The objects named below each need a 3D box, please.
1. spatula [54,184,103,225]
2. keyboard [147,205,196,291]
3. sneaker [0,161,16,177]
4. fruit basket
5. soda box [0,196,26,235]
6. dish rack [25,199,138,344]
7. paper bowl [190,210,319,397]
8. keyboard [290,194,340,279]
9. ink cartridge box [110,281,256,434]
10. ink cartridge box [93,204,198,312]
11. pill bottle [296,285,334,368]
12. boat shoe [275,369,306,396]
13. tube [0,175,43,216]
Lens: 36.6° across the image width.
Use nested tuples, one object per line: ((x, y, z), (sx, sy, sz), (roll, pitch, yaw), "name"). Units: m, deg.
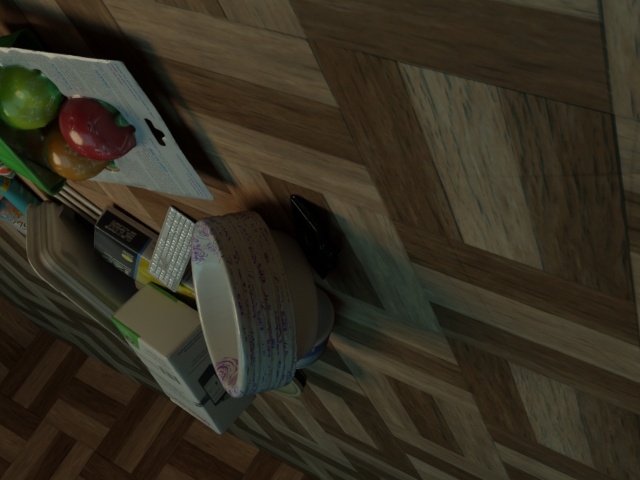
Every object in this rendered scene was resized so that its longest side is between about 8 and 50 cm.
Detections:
((-0.537, -0.085, 2.090), (0.242, 0.019, 0.168), (39, 159, -14), "spatula")
((-0.281, 0.020, 1.847), (0.072, 0.014, 0.256), (32, 144, 0), "keyboard")
((-0.733, -0.173, 2.130), (0.161, 0.057, 0.075), (17, 149, 33), "sneaker")
((-0.358, -0.186, 1.437), (0.353, 0.165, 0.327), (6, 151, 24), "fruit basket")
((-0.726, -0.042, 2.431), (0.183, 0.058, 0.063), (33, 161, 1), "soda box")
((-0.516, 0.058, 2.176), (0.333, 0.072, 0.285), (48, -171, -35), "dish rack")
((-0.098, 0.094, 1.515), (0.284, 0.148, 0.284), (170, 90, -71), "paper bowl")
((0.000, 0.000, 1.452), (0.100, 0.038, 0.192), (52, 169, 21), "keyboard")
((-0.288, 0.252, 2.061), (0.211, 0.121, 0.289), (26, 152, 40), "ink cartridge box")
((-0.346, 0.070, 2.082), (0.303, 0.072, 0.307), (31, 158, -2), "ink cartridge box")
((-0.044, 0.162, 1.747), (0.124, 0.124, 0.221), (31, 161, 6), "pill bottle")
((-0.122, 0.228, 2.043), (0.340, 0.113, 0.127), (11, 141, 55), "boat shoe")
((-0.705, -0.112, 2.235), (0.207, 0.052, 0.080), (53, -171, -46), "tube")
